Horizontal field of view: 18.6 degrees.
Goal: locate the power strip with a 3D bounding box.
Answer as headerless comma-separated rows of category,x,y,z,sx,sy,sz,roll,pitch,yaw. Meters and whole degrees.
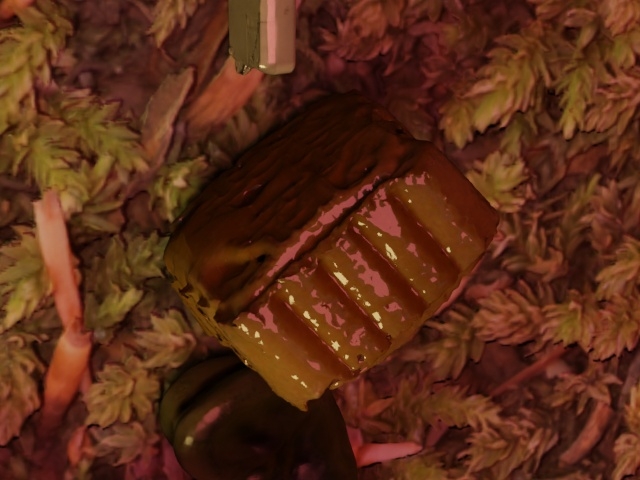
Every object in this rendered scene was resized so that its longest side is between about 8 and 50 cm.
power strip,-0.046,-0.220,1.507,0.035,0.081,0.192,-7,107,-24

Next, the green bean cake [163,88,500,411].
green bean cake,0.000,0.000,1.513,0.230,0.224,0.131,-42,116,-4

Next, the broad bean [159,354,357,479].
broad bean,-0.047,0.175,1.634,0.153,0.072,0.207,-48,128,-2
